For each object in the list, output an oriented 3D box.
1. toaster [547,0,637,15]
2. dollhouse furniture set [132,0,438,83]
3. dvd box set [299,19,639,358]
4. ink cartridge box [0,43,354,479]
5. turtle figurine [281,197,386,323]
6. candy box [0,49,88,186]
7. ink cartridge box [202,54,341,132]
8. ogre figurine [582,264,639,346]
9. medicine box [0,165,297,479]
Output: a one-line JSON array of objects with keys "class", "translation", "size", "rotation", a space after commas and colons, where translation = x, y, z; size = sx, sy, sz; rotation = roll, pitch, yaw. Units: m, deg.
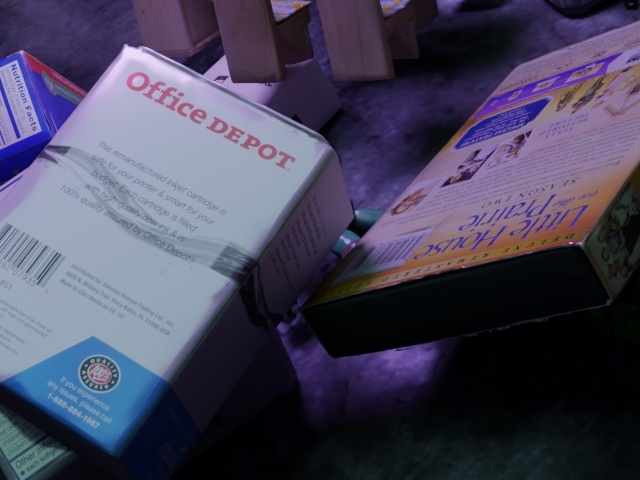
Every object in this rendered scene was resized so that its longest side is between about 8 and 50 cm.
[{"class": "toaster", "translation": [0.280, -0.359, 1.675], "size": [0.129, 0.146, 0.227], "rotation": [-26, 35, 5]}, {"class": "dollhouse furniture set", "translation": [-0.030, -0.361, 1.695], "size": [0.394, 0.256, 0.362], "rotation": [2, 28, 31]}, {"class": "dvd box set", "translation": [0.203, -0.066, 1.276], "size": [0.307, 0.062, 0.420], "rotation": [-17, 23, 46]}, {"class": "ink cartridge box", "translation": [-0.149, 0.021, 1.238], "size": [0.223, 0.129, 0.307], "rotation": [28, 72, 22]}, {"class": "turtle figurine", "translation": [0.000, 0.000, 1.458], "size": [0.234, 0.118, 0.175], "rotation": [8, 49, 34]}, {"class": "candy box", "translation": [-0.412, -0.077, 1.710], "size": [0.317, 0.268, 0.122], "rotation": [-23, 78, 7]}, {"class": "ink cartridge box", "translation": [-0.099, -0.131, 1.709], "size": [0.148, 0.086, 0.203], "rotation": [15, 54, 46]}, {"class": "ogre figurine", "translation": [0.244, 0.002, 1.293], "size": [0.118, 0.097, 0.197], "rotation": [-45, 25, -3]}, {"class": "medicine box", "translation": [-0.214, 0.077, 1.381], "size": [0.263, 0.149, 0.289], "rotation": [-35, 61, -8]}]
